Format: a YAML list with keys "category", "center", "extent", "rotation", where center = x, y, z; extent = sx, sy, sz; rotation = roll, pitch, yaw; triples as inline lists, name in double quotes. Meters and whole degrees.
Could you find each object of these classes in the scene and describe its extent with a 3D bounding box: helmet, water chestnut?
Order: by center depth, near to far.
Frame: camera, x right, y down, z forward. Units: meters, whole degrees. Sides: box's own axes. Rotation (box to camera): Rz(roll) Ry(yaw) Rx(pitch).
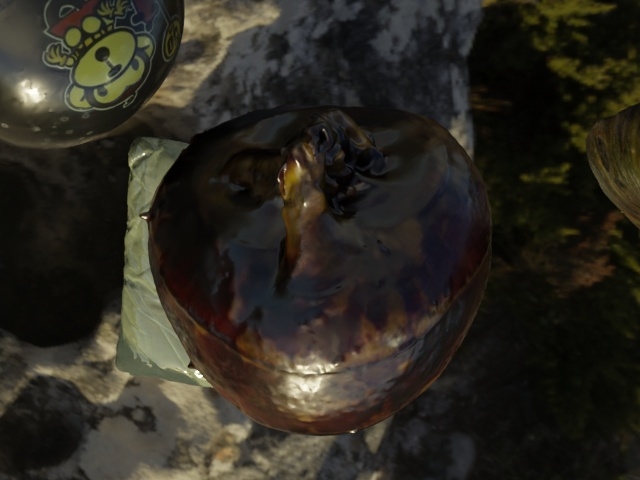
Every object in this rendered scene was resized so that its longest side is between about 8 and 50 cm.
- category: "water chestnut"
  center: [0.000, 0.000, 0.681]
  extent: [0.224, 0.224, 0.238]
  rotation: [-40, 143, -21]
- category: "helmet"
  center: [-0.212, -0.161, 0.889]
  extent: [0.230, 0.279, 0.160]
  rotation: [-46, 102, -22]

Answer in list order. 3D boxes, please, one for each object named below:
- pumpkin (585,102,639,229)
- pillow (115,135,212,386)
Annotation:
- category: "pumpkin"
  center: [0.334, 0.002, 0.736]
  extent: [0.190, 0.139, 0.280]
  rotation: [-25, 83, -6]
- category: "pillow"
  center: [-0.065, 0.035, 1.117]
  extent: [0.281, 0.076, 0.274]
  rotation: [7, 112, -3]
